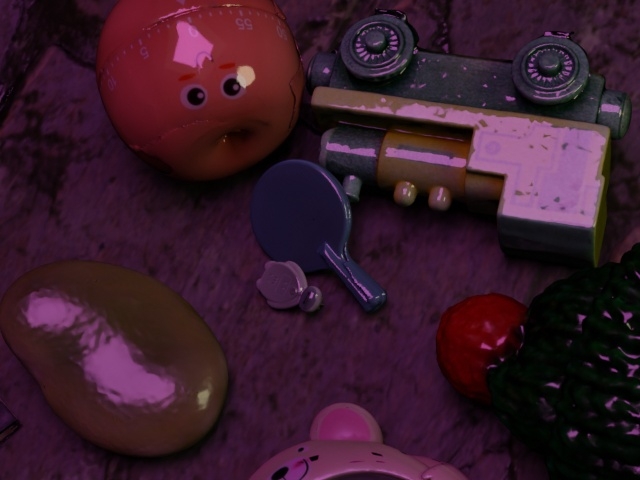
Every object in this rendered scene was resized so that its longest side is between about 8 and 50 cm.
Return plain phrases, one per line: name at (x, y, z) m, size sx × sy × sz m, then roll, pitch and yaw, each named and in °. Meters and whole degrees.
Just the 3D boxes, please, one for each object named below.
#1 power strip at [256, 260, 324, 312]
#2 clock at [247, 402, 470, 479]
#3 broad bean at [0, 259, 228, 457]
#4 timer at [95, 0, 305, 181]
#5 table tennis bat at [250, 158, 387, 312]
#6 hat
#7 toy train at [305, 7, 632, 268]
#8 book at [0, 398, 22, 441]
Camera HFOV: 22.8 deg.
power strip at (-0.031, 0.054, 1.749) m, size 0.083 × 0.035 × 0.055 m, roll 27°, pitch 91°, yaw 30°
clock at (0.040, 0.326, 1.540) m, size 0.284 × 0.114 × 0.309 m, roll -40°, pitch 62°, yaw -12°
broad bean at (-0.217, 0.123, 1.702) m, size 0.263 × 0.121 × 0.189 m, roll 37°, pitch 67°, yaw 9°
timer at (-0.134, -0.187, 1.782) m, size 0.229 × 0.229 × 0.215 m, roll -22°, pitch 72°, yaw -4°
table tennis bat at (0.000, 0.000, 1.748) m, size 0.201 × 0.033 × 0.124 m, roll 48°, pitch 117°, yaw 15°
hat at (0.261, 0.115, 1.567) m, size 0.332 × 0.242 × 0.274 m, roll 18°, pitch 52°, yaw 31°
toy train at (0.149, -0.114, 1.754) m, size 0.369 × 0.150 × 0.237 m, roll 9°, pitch 69°, yaw 15°
book at (-0.460, 0.220, 1.723) m, size 0.231 × 0.026 × 0.157 m, roll -41°, pitch 64°, yaw -13°
